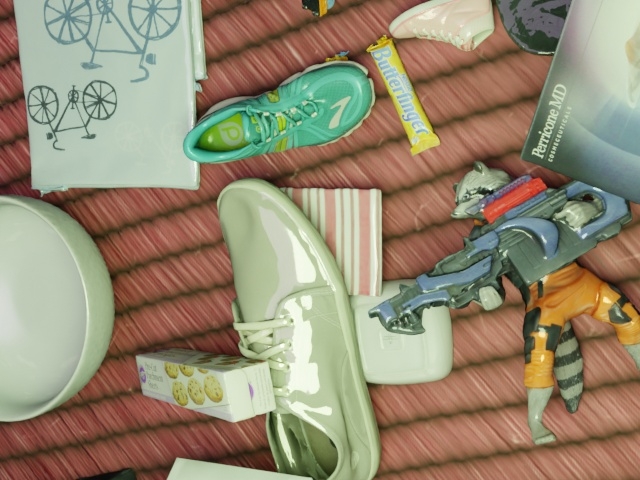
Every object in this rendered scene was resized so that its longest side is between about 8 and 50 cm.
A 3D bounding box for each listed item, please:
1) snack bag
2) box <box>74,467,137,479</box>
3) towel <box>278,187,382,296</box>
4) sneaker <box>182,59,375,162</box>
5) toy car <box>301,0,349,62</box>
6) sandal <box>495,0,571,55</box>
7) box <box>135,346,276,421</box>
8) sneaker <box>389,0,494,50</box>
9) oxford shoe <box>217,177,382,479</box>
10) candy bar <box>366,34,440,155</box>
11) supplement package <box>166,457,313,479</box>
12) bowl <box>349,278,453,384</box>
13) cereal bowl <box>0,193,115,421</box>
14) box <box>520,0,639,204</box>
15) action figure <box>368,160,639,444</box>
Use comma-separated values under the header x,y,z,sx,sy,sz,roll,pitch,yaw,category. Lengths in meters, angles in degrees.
x,y,z,sx,sy,sz,roll,pitch,yaw,category
-0.311,-0.238,1.295,0.323,0.037,0.343,1,99,23,snack bag
-0.426,0.641,1.199,0.297,0.472,0.480,-20,88,22,box
0.000,0.000,1.181,0.197,0.029,0.144,2,95,33,towel
-0.057,-0.156,1.154,0.275,0.110,0.107,-18,101,20,sneaker
0.007,-0.289,1.171,0.040,0.060,0.122,-20,109,-20,toy car
0.227,-0.438,1.016,0.167,0.107,0.446,-22,88,23,sandal
-0.163,0.188,1.169,0.324,0.063,0.067,-4,95,59,box
0.155,-0.265,1.094,0.134,0.051,0.070,-17,84,19,sneaker
-0.042,0.137,1.137,0.169,0.130,0.449,-10,100,45,oxford shoe
0.107,-0.191,1.140,0.040,0.018,0.161,-25,87,22,candy bar
-0.097,0.447,1.130,0.198,0.199,0.263,3,136,22,supplement package
0.101,0.126,1.158,0.142,0.053,0.142,-6,94,21,bowl
-0.450,0.095,1.329,0.339,0.141,0.339,2,96,21,cereal bowl
0.392,-0.180,0.865,0.294,0.183,0.296,24,139,17,box
0.229,0.068,1.039,0.341,0.178,0.330,-22,82,-2,action figure
